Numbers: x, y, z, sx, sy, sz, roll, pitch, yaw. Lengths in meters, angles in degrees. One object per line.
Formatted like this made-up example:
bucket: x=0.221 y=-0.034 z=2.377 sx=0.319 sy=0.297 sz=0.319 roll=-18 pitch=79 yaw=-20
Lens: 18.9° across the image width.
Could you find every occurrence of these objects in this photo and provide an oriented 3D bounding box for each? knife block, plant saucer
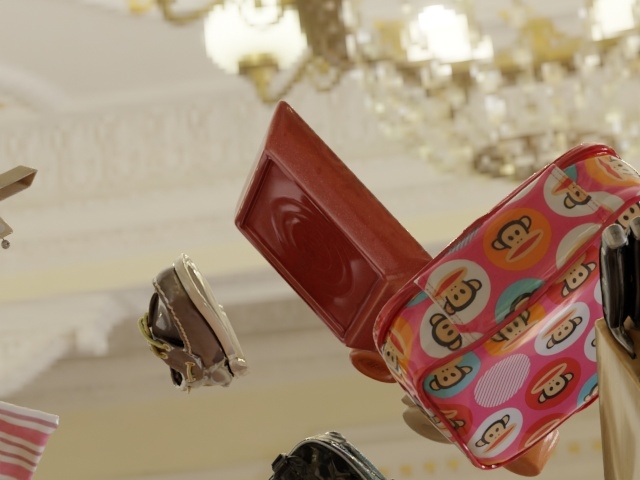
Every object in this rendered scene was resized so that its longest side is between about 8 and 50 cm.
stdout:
knife block: x=0.241 y=0.102 z=1.365 sx=0.242 sy=0.088 sz=0.276 roll=20 pitch=-62 yaw=-36
plant saucer: x=0.000 y=0.000 z=2.189 sx=0.047 sy=0.259 sz=0.258 roll=-38 pitch=-11 yaw=-26

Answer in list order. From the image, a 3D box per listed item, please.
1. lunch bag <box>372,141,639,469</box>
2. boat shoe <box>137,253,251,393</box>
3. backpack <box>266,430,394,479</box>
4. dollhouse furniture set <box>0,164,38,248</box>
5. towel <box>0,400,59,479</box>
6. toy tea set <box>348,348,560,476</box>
lunch bag: x=0.213 y=0.074 z=1.773 sx=0.293 sy=0.120 sz=0.258 roll=-39 pitch=-41 yaw=-2
boat shoe: x=-0.156 y=0.107 z=2.249 sx=0.096 sy=0.117 sz=0.324 roll=-24 pitch=-18 yaw=-2
backpack: x=0.031 y=0.406 z=2.543 sx=0.225 sy=0.253 sz=0.191 roll=-51 pitch=-19 yaw=10
dollhouse furniture set: x=-0.338 y=-0.047 z=2.130 sx=0.114 sy=0.081 sz=0.091 roll=-31 pitch=-19 yaw=-43
towel: x=-0.380 y=0.254 z=2.072 sx=0.144 sy=0.029 sz=0.197 roll=15 pitch=-67 yaw=-27
toy tea set: x=0.175 y=0.161 z=2.378 sx=0.200 sy=0.124 sz=0.336 roll=2 pitch=-34 yaw=37
